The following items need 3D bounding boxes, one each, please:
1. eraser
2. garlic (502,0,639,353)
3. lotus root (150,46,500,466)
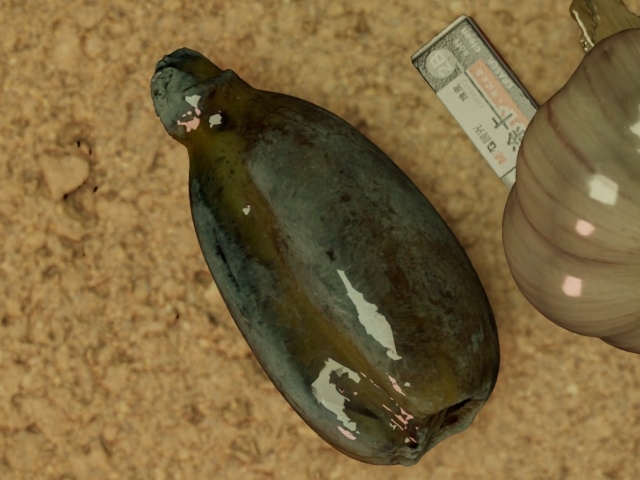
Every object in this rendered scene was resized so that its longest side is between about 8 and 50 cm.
[{"bbox_3d":[0.118,-0.093,1.232,0.052,0.029,0.122,-37,82,13],"label":"eraser"},{"bbox_3d":[0.217,-0.066,1.147,0.245,0.245,0.253,-32,48,13],"label":"garlic"},{"bbox_3d":[0.000,0.000,1.214,0.158,0.140,0.322,-43,74,36],"label":"lotus root"}]
